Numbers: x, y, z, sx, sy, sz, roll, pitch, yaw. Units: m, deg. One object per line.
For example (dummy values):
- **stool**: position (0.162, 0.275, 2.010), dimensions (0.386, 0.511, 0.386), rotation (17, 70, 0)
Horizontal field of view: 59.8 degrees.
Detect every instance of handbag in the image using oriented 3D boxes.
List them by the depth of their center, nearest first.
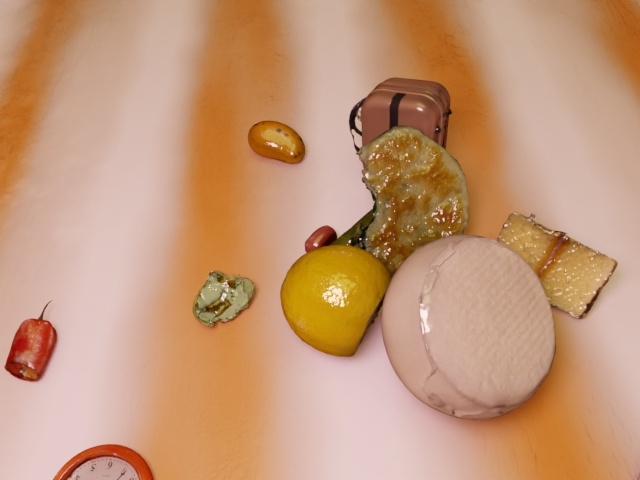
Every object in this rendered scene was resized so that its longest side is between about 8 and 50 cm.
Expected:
- **handbag**: position (0.197, -0.283, 1.490), dimensions (0.283, 0.302, 0.149), rotation (22, 53, 24)

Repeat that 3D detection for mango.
- **mango**: position (-0.125, -0.290, 1.631), dimensions (0.178, 0.090, 0.115), rotation (16, 65, 10)

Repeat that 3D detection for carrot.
- **carrot**: position (0.087, -0.002, 1.420), dimensions (0.074, 0.074, 0.358), rotation (36, 59, 25)

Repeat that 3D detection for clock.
- **clock**: position (-0.423, 0.496, 1.067), dimensions (0.205, 0.051, 0.205), rotation (0, 53, 0)

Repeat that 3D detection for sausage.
- **sausage**: position (0.000, 0.000, 1.425), dimensions (0.054, 0.059, 0.094), rotation (26, 62, 35)

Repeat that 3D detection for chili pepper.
- **chili pepper**: position (-0.647, 0.219, 1.268), dimensions (0.086, 0.084, 0.192), rotation (22, 52, -23)

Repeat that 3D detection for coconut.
- **coconut**: position (-0.234, 0.136, 1.331), dimensions (0.158, 0.055, 0.133), rotation (-22, 54, -16)

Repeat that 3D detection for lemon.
- **lemon**: position (0.024, 0.120, 1.218), dimensions (0.219, 0.240, 0.240), rotation (26, 58, 10)

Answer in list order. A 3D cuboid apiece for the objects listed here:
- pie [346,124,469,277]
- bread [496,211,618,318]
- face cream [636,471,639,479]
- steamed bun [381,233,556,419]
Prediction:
- **pie**: position (0.218, -0.091, 1.355), dimensions (0.296, 0.078, 0.371), rotation (3, 96, -7)
- **bread**: position (0.543, 0.058, 1.331), dimensions (0.266, 0.142, 0.178), rotation (31, 100, 21)
- **face cream**: position (0.623, 0.478, 1.031), dimensions (0.082, 0.082, 0.269), rotation (30, 60, 22)
- **steamed bun**: position (0.285, 0.177, 1.145), dimensions (0.374, 0.241, 0.374), rotation (7, 73, -24)
